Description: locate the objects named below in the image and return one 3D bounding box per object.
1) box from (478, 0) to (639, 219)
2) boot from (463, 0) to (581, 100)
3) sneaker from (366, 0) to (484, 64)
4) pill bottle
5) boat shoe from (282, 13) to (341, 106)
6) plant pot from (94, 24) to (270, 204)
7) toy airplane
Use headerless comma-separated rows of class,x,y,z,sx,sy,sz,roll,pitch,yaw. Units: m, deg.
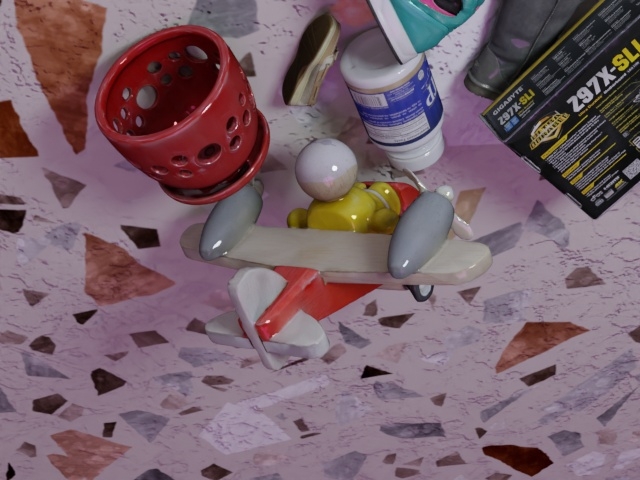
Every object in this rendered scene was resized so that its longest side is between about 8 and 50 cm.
box,0.409,-0.201,1.347,0.322,0.079,0.257,-44,132,17
boot,0.304,-0.269,1.340,0.190,0.076,0.208,9,128,-20
sneaker,0.111,-0.362,1.169,0.178,0.123,0.295,-26,126,8
pill bottle,0.105,-0.185,1.364,0.112,0.112,0.186,-17,137,11
boat shoe,-0.004,-0.235,1.340,0.048,0.056,0.153,4,139,-25
plant pot,-0.165,-0.152,1.308,0.191,0.191,0.174,-21,141,14
toy airplane,0.000,0.000,1.382,0.386,0.384,0.272,-8,106,-6
